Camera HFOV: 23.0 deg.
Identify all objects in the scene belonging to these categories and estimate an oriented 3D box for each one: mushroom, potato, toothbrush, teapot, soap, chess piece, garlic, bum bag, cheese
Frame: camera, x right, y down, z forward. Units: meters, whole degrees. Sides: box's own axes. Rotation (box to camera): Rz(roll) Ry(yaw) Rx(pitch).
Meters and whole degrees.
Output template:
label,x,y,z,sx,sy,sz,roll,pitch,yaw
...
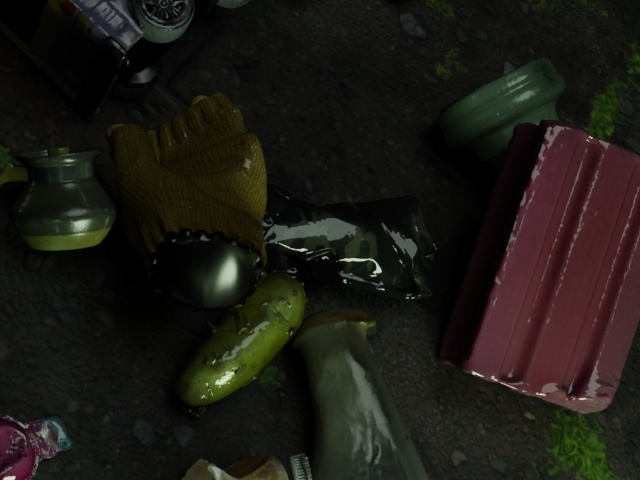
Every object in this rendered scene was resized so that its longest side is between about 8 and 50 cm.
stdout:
label,x,y,z,sx,sy,sz,roll,pitch,yaw
mushroom,0.038,0.234,1.948,0.159,0.122,0.329,4,61,-40
potato,-0.097,0.123,1.930,0.090,0.117,0.225,41,57,4
toothbrush,-0.001,0.383,1.835,0.024,0.026,0.288,52,22,-58
teapot,-0.326,-0.051,1.878,0.165,0.130,0.119,-4,97,-4
soap,0.328,0.040,2.133,0.233,0.128,0.360,21,84,-17
chess piece,0.315,-0.095,2.279,0.194,0.194,0.299,-27,89,-39
garlic,-0.100,0.307,1.836,0.174,0.099,0.124,-38,93,-42
bum bag,0.000,0.000,2.073,0.340,0.095,0.144,4,69,-20
cheese,-0.343,0.231,1.762,0.145,0.038,0.095,-15,74,-43

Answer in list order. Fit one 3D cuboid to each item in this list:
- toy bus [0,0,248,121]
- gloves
label,x,y,z,sx,sy,sz,roll,pitch,yaw
toy bus,-0.207,-0.393,2.042,0.249,0.209,0.440,43,63,-1
gloves,-0.163,-0.048,1.922,0.203,0.155,0.356,7,40,-16
